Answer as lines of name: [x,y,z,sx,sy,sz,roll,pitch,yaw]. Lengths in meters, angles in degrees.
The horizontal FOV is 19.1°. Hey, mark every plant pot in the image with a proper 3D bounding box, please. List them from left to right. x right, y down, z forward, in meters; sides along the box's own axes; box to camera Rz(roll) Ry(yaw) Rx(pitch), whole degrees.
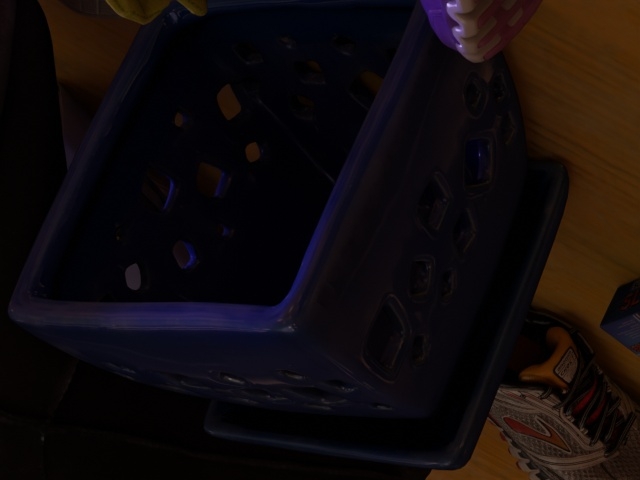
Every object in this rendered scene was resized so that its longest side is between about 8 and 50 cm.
plant pot: [0.000,0.000,1.107,0.236,0.236,0.212,2,149,42]

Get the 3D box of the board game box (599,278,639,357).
board game box: [0.279,0.056,1.136,0.136,0.035,0.201,37,152,-14]

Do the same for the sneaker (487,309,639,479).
sneaker: [0.157,0.109,1.286,0.225,0.088,0.093,33,151,-7]

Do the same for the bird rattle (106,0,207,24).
bird rattle: [-0.154,-0.203,1.016,0.253,0.143,0.207,30,163,3]

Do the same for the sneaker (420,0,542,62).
sneaker: [0.045,-0.189,0.897,0.104,0.095,0.236,18,147,34]

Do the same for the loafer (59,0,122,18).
loafer: [-0.157,-0.169,1.180,0.125,0.039,0.045,15,116,20]

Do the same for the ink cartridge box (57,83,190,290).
ink cartridge box: [-0.179,0.016,1.365,0.212,0.154,0.093,49,-168,-30]

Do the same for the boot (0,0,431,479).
boot: [-0.091,0.052,1.253,0.445,0.367,0.146,15,174,-35]
